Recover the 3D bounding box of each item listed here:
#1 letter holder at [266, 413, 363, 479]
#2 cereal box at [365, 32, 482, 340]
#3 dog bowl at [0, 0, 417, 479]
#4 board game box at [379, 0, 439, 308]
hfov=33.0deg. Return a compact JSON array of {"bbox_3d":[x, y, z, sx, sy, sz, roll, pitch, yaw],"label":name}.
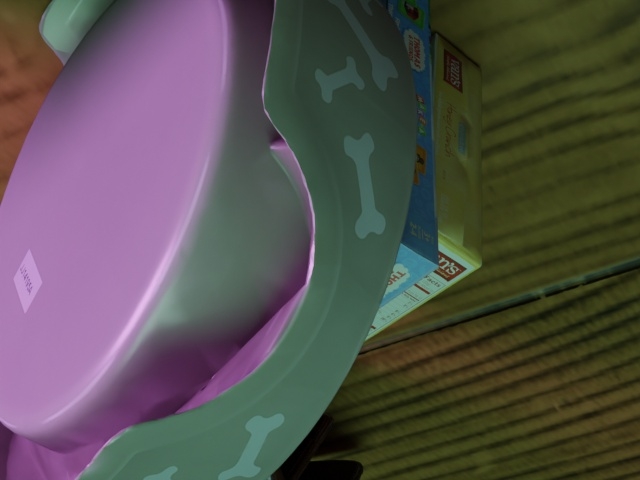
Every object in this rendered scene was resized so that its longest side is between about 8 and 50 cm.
[{"bbox_3d":[-0.138,0.188,0.919,0.302,0.214,0.151,-11,102,19],"label":"letter holder"},{"bbox_3d":[0.000,0.000,0.668,0.047,0.173,0.240,33,130,-24],"label":"cereal box"},{"bbox_3d":[-0.088,-0.014,0.559,0.102,0.348,0.349,23,135,-32],"label":"dog bowl"},{"bbox_3d":[-0.002,-0.034,0.603,0.039,0.211,0.160,30,132,-26],"label":"board game box"}]
